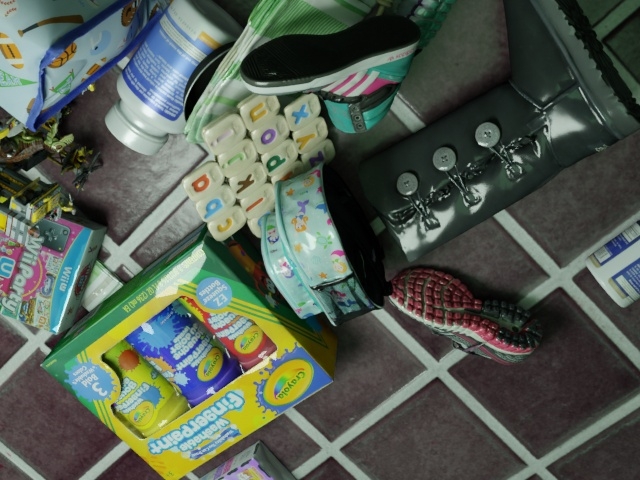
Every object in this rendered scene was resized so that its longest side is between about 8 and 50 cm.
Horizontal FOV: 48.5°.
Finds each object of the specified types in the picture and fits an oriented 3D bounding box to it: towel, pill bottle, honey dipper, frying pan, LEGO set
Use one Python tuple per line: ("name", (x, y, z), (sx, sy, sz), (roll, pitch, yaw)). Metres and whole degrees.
("towel", (-0.069, -0.284, 1.175), (0.038, 0.248, 0.324), (46, 113, 22))
("towel", (-0.449, 0.123, 1.491), (0.152, 0.023, 0.113), (43, 110, -8))
("pill bottle", (-0.257, -0.285, 1.240), (0.152, 0.152, 0.272), (40, 110, -8))
("honey dipper", (0.093, -0.365, 1.227), (0.031, 0.030, 0.160), (22, 115, 0))
("frying pan", (-0.144, -0.235, 1.246), (0.197, 0.326, 0.053), (-37, 70, -9))
("LEGO set", (-0.472, -0.151, 1.218), (0.192, 0.331, 0.254), (30, 120, 1))
("pill bottle", (0.578, 0.023, 1.256), (0.187, 0.112, 0.112), (-40, 100, 20))

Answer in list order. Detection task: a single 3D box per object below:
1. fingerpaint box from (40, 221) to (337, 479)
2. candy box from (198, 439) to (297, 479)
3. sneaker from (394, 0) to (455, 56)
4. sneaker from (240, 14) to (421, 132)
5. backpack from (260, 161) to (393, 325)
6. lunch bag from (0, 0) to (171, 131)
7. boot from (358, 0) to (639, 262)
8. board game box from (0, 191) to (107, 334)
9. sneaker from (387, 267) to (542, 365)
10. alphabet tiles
("fingerpaint box", (-0.251, 0.224, 1.410), (0.445, 0.163, 0.371), (-35, 107, 18))
("candy box", (-0.162, 0.567, 1.590), (0.196, 0.070, 0.164), (-36, 102, 18))
("sneaker", (0.162, -0.400, 1.193), (0.223, 0.083, 0.098), (-50, 64, 28))
("sneaker", (0.013, -0.247, 1.145), (0.296, 0.123, 0.178), (-17, 146, -17))
("backpack", (0.000, 0.000, 1.246), (0.191, 0.225, 0.253), (-16, 133, 10))
("lunch bag", (-0.427, -0.423, 1.099), (0.328, 0.385, 0.239), (41, 139, -7))
("boot", (0.247, -0.218, 1.198), (0.445, 0.146, 0.366), (-34, 70, 35))
("board game box", (-0.610, 0.025, 1.405), (0.304, 0.097, 0.223), (20, 94, -1))
("sneaker", (0.261, 0.157, 1.356), (0.299, 0.120, 0.112), (26, 143, 6))
("alphabet tiles", (-0.101, -0.129, 1.237), (0.278, 0.021, 0.284), (-38, 143, -13))
